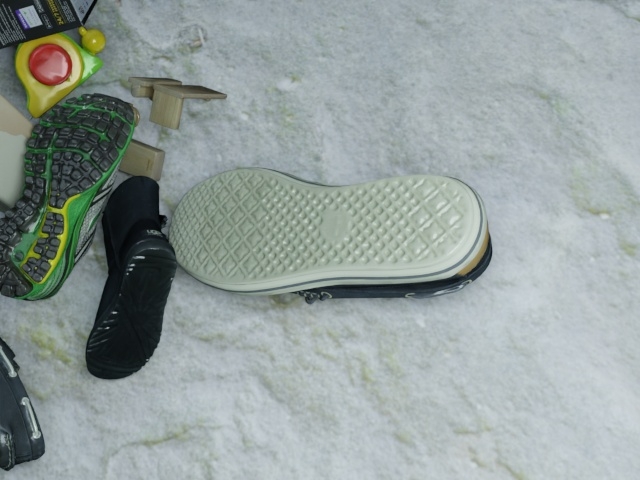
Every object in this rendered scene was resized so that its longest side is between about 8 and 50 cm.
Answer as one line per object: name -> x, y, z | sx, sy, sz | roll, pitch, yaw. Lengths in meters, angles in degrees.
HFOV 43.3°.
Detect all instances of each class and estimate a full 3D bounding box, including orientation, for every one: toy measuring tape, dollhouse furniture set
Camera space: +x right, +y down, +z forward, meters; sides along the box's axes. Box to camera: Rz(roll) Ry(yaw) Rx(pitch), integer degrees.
toy measuring tape -> -0.506, -0.258, 1.362 | 0.330, 0.121, 0.121 | -41, 63, -6
dollhouse furniture set -> -0.259, -0.186, 1.318 | 0.144, 0.123, 0.151 | 22, 109, 23

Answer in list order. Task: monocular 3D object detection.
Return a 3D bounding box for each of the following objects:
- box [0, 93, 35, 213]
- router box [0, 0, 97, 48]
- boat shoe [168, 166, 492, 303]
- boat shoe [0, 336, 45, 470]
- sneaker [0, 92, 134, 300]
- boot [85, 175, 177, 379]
box -> -0.510, -0.145, 1.206 | 0.148, 0.311, 0.121 | 22, 74, 22
router box -> -0.502, -0.432, 1.391 | 0.243, 0.081, 0.309 | -13, 36, 9
boat shoe -> 0.000, 0.000, 1.101 | 0.500, 0.156, 0.187 | 0, 71, 31
boat shoe -> -0.484, 0.198, 1.174 | 0.114, 0.091, 0.302 | -52, 55, 40
sneaker -> -0.389, -0.069, 1.223 | 0.134, 0.146, 0.344 | 26, 79, 6
boot -> -0.281, 0.050, 1.178 | 0.246, 0.094, 0.207 | -65, 28, 25
